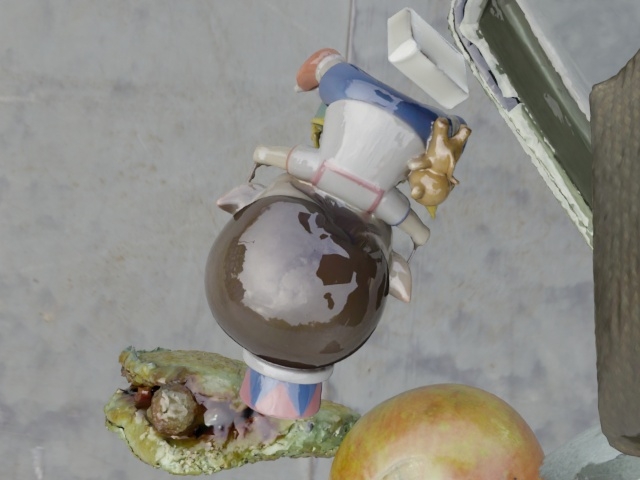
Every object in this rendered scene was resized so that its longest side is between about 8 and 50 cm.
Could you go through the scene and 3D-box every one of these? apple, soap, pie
[{"bbox_3d":[0.178,0.379,1.375,0.339,0.339,0.340,0,75,1],"label":"apple"},{"bbox_3d":[0.208,-0.348,1.781,0.064,0.183,0.121,-31,42,33],"label":"soap"},{"bbox_3d":[-0.150,0.300,1.619,0.418,0.395,0.180,13,90,-29],"label":"pie"}]

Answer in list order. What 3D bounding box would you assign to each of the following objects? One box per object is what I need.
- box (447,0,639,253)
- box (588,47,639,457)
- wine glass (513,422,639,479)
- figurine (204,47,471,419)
[{"bbox_3d":[0.240,-0.097,0.612,0.220,0.166,0.290,-34,84,4],"label":"box"},{"bbox_3d":[0.257,0.003,0.363,0.273,0.143,0.184,6,73,-4],"label":"box"},{"bbox_3d":[0.314,0.155,0.575,0.357,0.190,0.190,-29,75,18],"label":"wine glass"},{"bbox_3d":[0.000,0.000,0.715,0.161,0.158,0.275,30,89,0],"label":"figurine"}]
